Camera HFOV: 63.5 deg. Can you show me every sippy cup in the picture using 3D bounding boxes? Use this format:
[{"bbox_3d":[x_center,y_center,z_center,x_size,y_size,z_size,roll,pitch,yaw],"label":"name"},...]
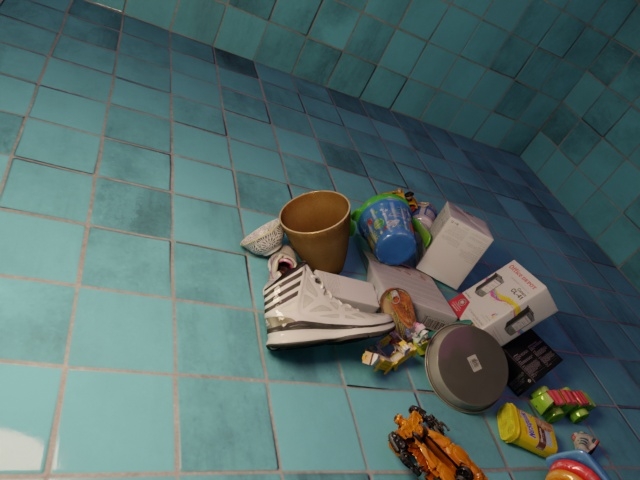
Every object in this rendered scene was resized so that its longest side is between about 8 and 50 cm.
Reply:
[{"bbox_3d":[0.273,-0.030,2.042,0.305,0.240,0.224,-19,38,6],"label":"sippy cup"}]

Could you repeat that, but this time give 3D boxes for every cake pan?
[{"bbox_3d":[0.484,0.406,1.679,0.292,0.054,0.294,6,67,-13],"label":"cake pan"}]

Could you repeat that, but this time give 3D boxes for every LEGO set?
[{"bbox_3d":[0.205,0.337,1.626,0.286,0.132,0.107,-13,43,-38],"label":"LEGO set"}]

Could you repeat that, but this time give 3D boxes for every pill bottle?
[{"bbox_3d":[0.459,-0.078,2.355,0.124,0.124,0.221,31,34,1],"label":"pill bottle"}]

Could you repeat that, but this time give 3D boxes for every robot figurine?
[{"bbox_3d":[0.304,0.589,1.397,0.291,0.085,0.211,42,35,16],"label":"robot figurine"}]

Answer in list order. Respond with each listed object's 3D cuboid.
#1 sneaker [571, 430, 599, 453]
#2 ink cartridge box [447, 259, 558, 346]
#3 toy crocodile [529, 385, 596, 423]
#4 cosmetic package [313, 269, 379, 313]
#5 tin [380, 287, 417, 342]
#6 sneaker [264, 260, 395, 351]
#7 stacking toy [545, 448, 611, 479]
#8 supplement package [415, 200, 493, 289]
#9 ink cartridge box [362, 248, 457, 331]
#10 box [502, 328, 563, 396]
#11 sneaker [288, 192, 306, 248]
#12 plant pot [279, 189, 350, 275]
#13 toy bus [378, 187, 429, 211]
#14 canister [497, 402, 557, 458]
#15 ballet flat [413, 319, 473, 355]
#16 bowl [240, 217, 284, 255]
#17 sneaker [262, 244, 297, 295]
[{"bbox_3d":[0.872,0.692,1.740,0.161,0.057,0.075,-9,33,-42],"label":"sneaker"},{"bbox_3d":[0.652,0.240,1.878,0.131,0.306,0.226,52,6,-27],"label":"ink cartridge box"},{"bbox_3d":[0.863,0.572,1.832,0.340,0.105,0.115,10,39,-29],"label":"toy crocodile"},{"bbox_3d":[0.074,0.187,1.750,0.230,0.086,0.117,17,36,-23],"label":"cosmetic package"},{"bbox_3d":[0.261,0.251,1.744,0.106,0.190,0.040,-16,9,-16],"label":"tin"},{"bbox_3d":[0.033,0.183,1.564,0.447,0.169,0.258,2,72,-33],"label":"sneaker"},{"bbox_3d":[0.679,0.747,1.444,0.301,0.166,0.175,-28,75,-40],"label":"stacking toy"},{"bbox_3d":[0.545,0.018,2.145,0.199,0.263,0.198,28,24,-4],"label":"supplement package"},{"bbox_3d":[0.311,0.185,1.967,0.307,0.091,0.385,20,18,-15],"label":"ink cartridge box"},{"bbox_3d":[0.753,0.439,1.924,0.261,0.103,0.184,-11,53,-44],"label":"box"},{"bbox_3d":[-0.036,-0.056,1.972,0.146,0.102,0.294,20,42,-15],"label":"sneaker"},{"bbox_3d":[0.000,0.000,1.759,0.236,0.255,0.237,-7,38,6],"label":"plant pot"},{"bbox_3d":[0.362,-0.184,2.359,0.202,0.105,0.190,-32,30,-32],"label":"toy bus"},{"bbox_3d":[0.662,0.611,1.657,0.169,0.073,0.126,27,34,-9],"label":"canister"},{"bbox_3d":[0.424,0.338,1.777,0.230,0.077,0.077,-15,10,-16],"label":"ballet flat"},{"bbox_3d":[-0.181,0.000,1.759,0.080,0.170,0.170,58,31,-14],"label":"bowl"},{"bbox_3d":[-0.116,0.089,1.702,0.102,0.111,0.252,21,34,-14],"label":"sneaker"}]
